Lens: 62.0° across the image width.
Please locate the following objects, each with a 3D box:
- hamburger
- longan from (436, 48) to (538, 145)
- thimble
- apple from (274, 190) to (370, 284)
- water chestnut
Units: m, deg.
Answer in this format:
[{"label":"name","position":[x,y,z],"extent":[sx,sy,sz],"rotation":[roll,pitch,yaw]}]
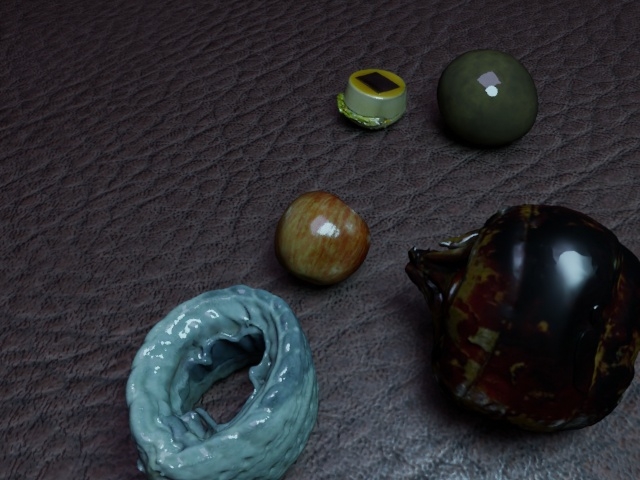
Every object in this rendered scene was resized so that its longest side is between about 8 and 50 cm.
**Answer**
[{"label":"hamburger","position":[0.099,-0.268,1.024],"extent":[0.127,0.081,0.141],"rotation":[30,48,21]},{"label":"longan","position":[0.304,-0.254,0.958],"extent":[0.185,0.159,0.204],"rotation":[50,31,17]},{"label":"thimble","position":[-0.113,0.189,0.643],"extent":[0.205,0.171,0.250],"rotation":[17,53,21]},{"label":"apple","position":[0.000,0.000,0.790],"extent":[0.146,0.146,0.130],"rotation":[27,79,22]},{"label":"water chestnut","position":[0.252,0.083,0.652],"extent":[0.289,0.289,0.244],"rotation":[-32,24,-19]}]
